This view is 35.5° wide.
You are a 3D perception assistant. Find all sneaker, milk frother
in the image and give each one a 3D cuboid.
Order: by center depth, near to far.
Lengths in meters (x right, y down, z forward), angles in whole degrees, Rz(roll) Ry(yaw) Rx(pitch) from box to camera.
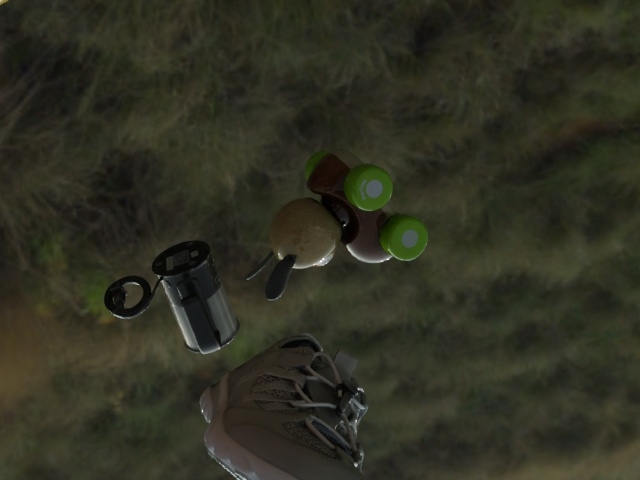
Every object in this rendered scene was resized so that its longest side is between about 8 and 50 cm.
[{"bbox_3d":[-0.016,0.122,0.713,0.115,0.105,0.281,-46,-161,-5],"label":"sneaker"},{"bbox_3d":[-0.201,0.093,1.363,0.143,0.129,0.135,-10,120,14],"label":"milk frother"}]

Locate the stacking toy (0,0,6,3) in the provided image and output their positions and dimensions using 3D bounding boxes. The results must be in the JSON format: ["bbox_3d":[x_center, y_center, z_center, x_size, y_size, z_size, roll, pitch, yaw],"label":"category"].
[{"bbox_3d":[-0.255,-0.216,0.574,0.480,0.351,0.350,-35,172,-37],"label":"stacking toy"}]

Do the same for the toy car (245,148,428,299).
[{"bbox_3d":[0.000,0.000,1.167,0.188,0.155,0.149,-41,112,-9],"label":"toy car"}]
